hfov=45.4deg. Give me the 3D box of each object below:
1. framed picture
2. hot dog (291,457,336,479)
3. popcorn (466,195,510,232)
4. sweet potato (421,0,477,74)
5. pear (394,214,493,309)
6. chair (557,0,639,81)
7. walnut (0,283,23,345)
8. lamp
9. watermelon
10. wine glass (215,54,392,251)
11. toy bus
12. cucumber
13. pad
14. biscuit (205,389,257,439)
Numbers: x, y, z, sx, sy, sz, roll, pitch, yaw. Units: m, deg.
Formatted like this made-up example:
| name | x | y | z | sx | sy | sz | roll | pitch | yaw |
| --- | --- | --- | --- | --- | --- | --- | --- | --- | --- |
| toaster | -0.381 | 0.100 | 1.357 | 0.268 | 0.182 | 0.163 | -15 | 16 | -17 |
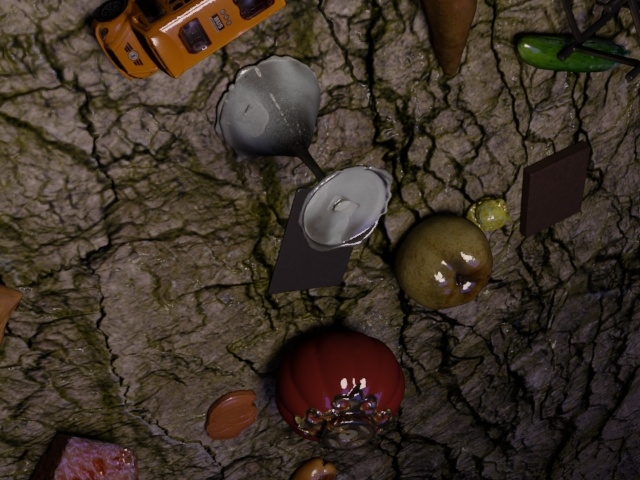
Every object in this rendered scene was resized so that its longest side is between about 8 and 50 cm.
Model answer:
| name | x | y | z | sx | sy | sz | roll | pitch | yaw |
| --- | --- | --- | --- | --- | --- | --- | --- | --- | --- |
| framed picture | 0.426 | -0.091 | 1.397 | 0.128 | 0.023 | 0.168 | -25 | 139 | -11 |
| hot dog | -0.027 | 0.530 | 1.671 | 0.089 | 0.060 | 0.140 | 12 | 115 | -37 |
| popcorn | 0.288 | -0.044 | 1.325 | 0.083 | 0.060 | 0.068 | -32 | 176 | 33 |
| sweet potato | 0.166 | -0.307 | 0.972 | 0.077 | 0.077 | 0.244 | -34 | 143 | -1 |
| pear | 0.208 | 0.039 | 1.286 | 0.167 | 0.136 | 0.167 | -16 | 132 | -18 |
| chair | 0.447 | -0.357 | 1.035 | 0.260 | 0.154 | 0.141 | -42 | 128 | -6 |
| walnut | -0.478 | 0.112 | 0.843 | 0.297 | 0.203 | 0.203 | -17 | 137 | -18 |
| lamp | 0.033 | 0.251 | 1.326 | 0.227 | 0.227 | 0.227 | -19 | 137 | -18 |
| watermelon | -0.389 | 0.402 | 1.257 | 0.192 | 0.140 | 0.257 | 2 | 119 | -30 |
| wine glass | -0.018 | -0.103 | 0.919 | 0.156 | 0.232 | 0.156 | -18 | 137 | -18 |
| toy bus | -0.139 | -0.239 | 0.813 | 0.194 | 0.088 | 0.083 | -34 | 141 | -2 |
| cucumber | 0.388 | -0.282 | 1.160 | 0.250 | 0.056 | 0.056 | -4 | 131 | -28 |
| pad | 0.000 | 0.000 | 1.209 | 0.143 | 0.003 | 0.211 | -6 | 132 | -30 |
| biscuit | -0.161 | 0.323 | 1.402 | 0.102 | 0.019 | 0.130 | -12 | 136 | -24 |
